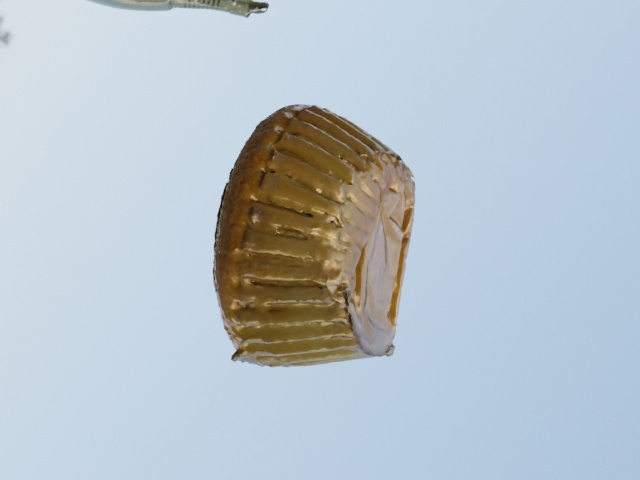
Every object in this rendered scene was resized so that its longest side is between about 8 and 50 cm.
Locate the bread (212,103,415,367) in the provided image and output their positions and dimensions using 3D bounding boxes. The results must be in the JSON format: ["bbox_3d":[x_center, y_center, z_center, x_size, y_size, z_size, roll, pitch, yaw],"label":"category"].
[{"bbox_3d":[-0.003,-0.003,1.170,0.139,0.240,0.240,4,-123,25],"label":"bread"}]

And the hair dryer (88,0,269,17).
[{"bbox_3d":[-0.150,-0.133,0.775,0.167,0.199,0.067,145,-44,-59],"label":"hair dryer"}]
